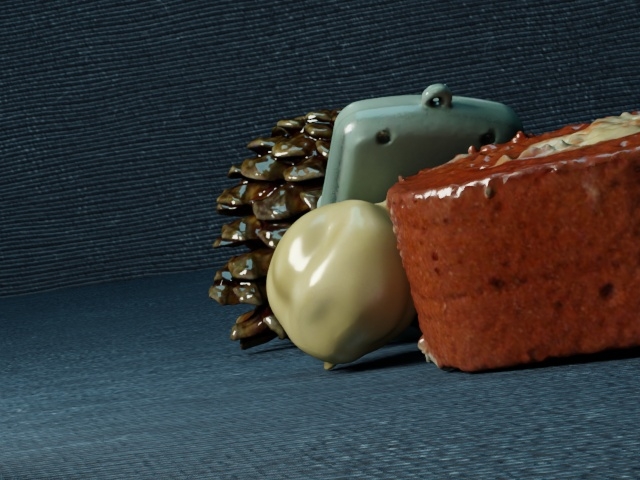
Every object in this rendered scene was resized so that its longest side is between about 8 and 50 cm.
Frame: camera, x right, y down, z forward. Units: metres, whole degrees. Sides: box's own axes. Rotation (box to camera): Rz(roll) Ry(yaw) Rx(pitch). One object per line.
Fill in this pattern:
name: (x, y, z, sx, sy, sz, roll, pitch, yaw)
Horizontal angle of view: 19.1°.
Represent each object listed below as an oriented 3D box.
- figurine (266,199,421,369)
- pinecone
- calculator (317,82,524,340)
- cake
figurine: (0.057, 0.029, 1.354, 0.196, 0.108, 0.114, 1, -35, -35)
pinecone: (0.004, -0.003, 1.560, 0.179, 0.204, 0.184, 30, -22, -28)
calculator: (0.067, -0.016, 1.398, 0.141, 0.246, 0.045, -1, 43, -11)
cake: (0.177, 0.000, 1.218, 0.283, 0.151, 0.177, -7, 14, 29)
